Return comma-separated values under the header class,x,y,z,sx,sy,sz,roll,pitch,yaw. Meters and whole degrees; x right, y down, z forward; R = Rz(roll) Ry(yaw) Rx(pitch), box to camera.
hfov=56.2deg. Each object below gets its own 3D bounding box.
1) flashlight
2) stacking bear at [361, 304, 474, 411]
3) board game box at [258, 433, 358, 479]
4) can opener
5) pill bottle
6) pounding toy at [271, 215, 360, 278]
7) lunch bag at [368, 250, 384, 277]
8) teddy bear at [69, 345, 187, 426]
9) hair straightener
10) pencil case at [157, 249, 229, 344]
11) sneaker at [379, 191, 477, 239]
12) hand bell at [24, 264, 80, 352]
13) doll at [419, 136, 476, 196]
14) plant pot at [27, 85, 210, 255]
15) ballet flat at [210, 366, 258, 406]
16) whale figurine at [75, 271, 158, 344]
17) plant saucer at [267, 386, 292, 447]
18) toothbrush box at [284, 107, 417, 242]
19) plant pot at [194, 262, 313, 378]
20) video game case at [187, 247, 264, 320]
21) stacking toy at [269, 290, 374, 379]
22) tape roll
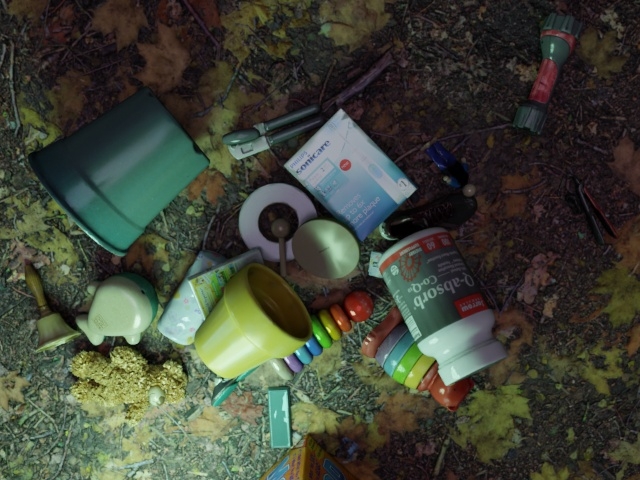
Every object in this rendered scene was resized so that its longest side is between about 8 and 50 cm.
class,x,y,z,sx,sy,sz,roll,pitch,yaw
flashlight,0.595,-0.439,1.592,0.103,0.103,0.303,19,97,-3
stacking bear,0.274,0.335,1.627,0.289,0.164,0.175,36,59,22
board game box,-0.041,0.847,1.656,0.356,0.356,0.356,44,97,-5
can opener,-0.125,-0.296,1.630,0.281,0.093,0.074,-20,97,-1
pill bottle,0.312,0.166,1.526,0.210,0.210,0.362,-27,70,4
pounding toy,0.000,0.000,1.606,0.237,0.110,0.182,-1,120,18
lunch bag,0.180,0.070,1.696,0.083,0.053,0.071,10,96,7
teddy bear,-0.561,0.415,1.723,0.338,0.113,0.245,23,100,-3
hair straightener,0.733,-0.082,1.670,0.089,0.047,0.230,-32,97,5
pencil case,-0.346,0.160,1.682,0.124,0.113,0.273,29,98,-17
sneaker,0.302,-0.052,1.620,0.282,0.162,0.106,-18,98,3
hand bell,-0.792,0.183,1.707,0.126,0.126,0.242,-25,86,4
doll,0.359,-0.198,1.635,0.189,0.129,0.046,50,140,4
plant pot,-0.489,-0.194,1.538,0.334,0.341,0.341,-39,96,-2
ballet flat,-0.258,0.395,1.744,0.074,0.074,0.203,43,102,-5
whale figurine,-0.571,0.194,1.697,0.272,0.141,0.216,-34,97,30
plant saucer,-0.121,0.529,1.782,0.067,0.018,0.191,-2,99,1
toothbrush box,0.080,-0.176,1.624,0.216,0.126,0.295,-43,95,6
plant pot,-0.187,0.227,1.561,0.239,0.254,0.254,-41,96,16
video game case,-0.234,0.155,1.653,0.206,0.026,0.226,-24,122,-15
stacking toy,0.002,0.249,1.694,0.330,0.141,0.141,-34,97,-2
tape roll,-0.115,-0.053,1.669,0.219,0.072,0.219,0,98,0
